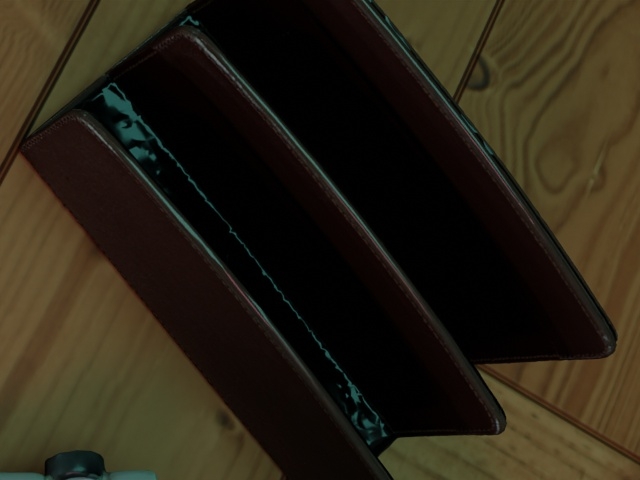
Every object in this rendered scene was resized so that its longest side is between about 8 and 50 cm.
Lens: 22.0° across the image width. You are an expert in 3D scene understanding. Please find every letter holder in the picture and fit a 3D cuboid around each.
[{"bbox_3d":[0.000,0.000,0.962,0.152,0.214,0.302,-43,102,-24],"label":"letter holder"}]

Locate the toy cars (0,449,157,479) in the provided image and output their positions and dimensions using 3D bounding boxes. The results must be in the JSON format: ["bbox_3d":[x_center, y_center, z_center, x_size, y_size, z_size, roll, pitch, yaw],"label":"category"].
[{"bbox_3d":[-0.256,0.238,0.882,0.176,0.087,0.393,45,62,8],"label":"toy cars"}]
